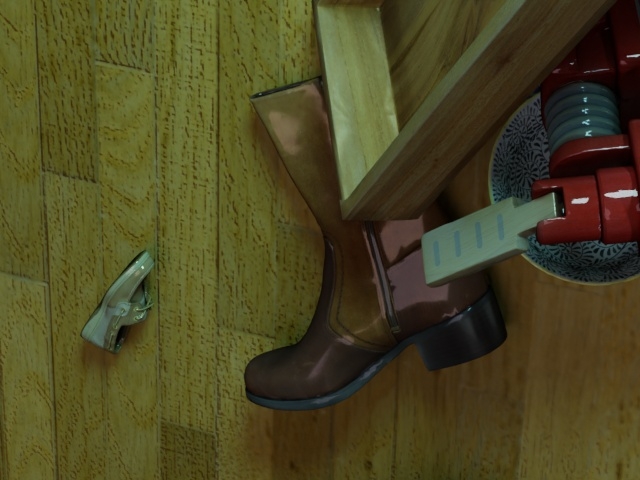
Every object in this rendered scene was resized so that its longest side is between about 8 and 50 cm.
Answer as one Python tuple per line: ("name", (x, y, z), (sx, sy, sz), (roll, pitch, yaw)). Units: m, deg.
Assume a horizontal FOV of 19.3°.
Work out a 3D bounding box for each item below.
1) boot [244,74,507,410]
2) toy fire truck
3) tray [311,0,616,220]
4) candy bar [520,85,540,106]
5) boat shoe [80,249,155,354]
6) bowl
("boot", (0.000, 0.000, 1.669), (0.264, 0.096, 0.280), (-17, 105, 32))
("toy fire truck", (0.194, -0.063, 1.432), (0.246, 0.217, 0.158), (-6, 143, 3))
("tray", (0.100, -0.186, 1.376), (0.411, 0.076, 0.202), (128, 137, -62))
("candy bar", (0.168, -0.158, 1.554), (0.040, 0.018, 0.161), (-4, 112, 28))
("boat shoe", (-0.186, 0.061, 1.821), (0.045, 0.050, 0.135), (38, 135, 1))
("bowl", (0.217, -0.038, 1.535), (0.170, 0.170, 0.080), (34, 168, 7))
